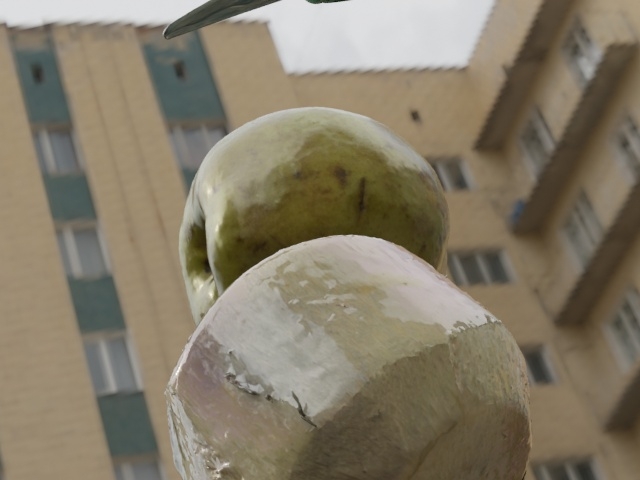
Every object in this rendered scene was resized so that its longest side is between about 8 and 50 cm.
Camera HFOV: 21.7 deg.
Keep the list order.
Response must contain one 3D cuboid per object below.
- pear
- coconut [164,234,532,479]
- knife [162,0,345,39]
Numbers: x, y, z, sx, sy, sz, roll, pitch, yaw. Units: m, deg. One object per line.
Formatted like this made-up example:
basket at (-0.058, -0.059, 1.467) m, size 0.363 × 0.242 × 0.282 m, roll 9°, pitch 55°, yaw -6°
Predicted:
pear at (0.000, 0.000, 1.810) m, size 0.303 × 0.304 × 0.304 m, roll -13°, pitch -35°, yaw -10°
coconut at (0.003, 0.080, 0.798) m, size 0.171 × 0.183 × 0.171 m, roll -27°, pitch -47°, yaw -33°
knife at (-0.010, -0.172, 1.111) m, size 0.063 × 0.035 × 0.260 m, roll -34°, pitch -3°, yaw 36°
